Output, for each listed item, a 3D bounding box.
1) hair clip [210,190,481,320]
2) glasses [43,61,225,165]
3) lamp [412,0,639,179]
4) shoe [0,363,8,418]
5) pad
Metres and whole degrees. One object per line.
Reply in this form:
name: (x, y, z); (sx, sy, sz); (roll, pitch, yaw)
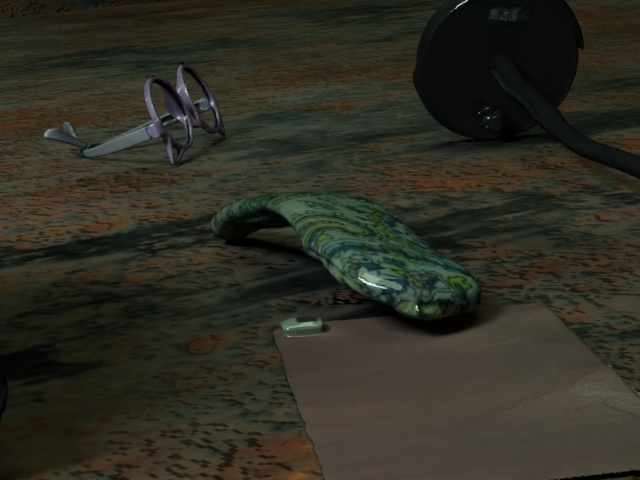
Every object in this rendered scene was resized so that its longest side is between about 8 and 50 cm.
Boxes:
hair clip: (0.000, -0.002, 0.679); (0.066, 0.036, 0.229); (2, 8, -24)
glasses: (-0.134, -0.073, 1.072); (0.104, 0.062, 0.140); (-24, 8, 15)
lamp: (0.145, -0.086, 0.849); (0.130, 0.108, 0.371); (-5, 13, -7)
shoe: (-0.121, 0.052, 0.451); (0.053, 0.062, 0.159); (9, 12, 0)
pad: (0.047, 0.048, 0.525); (0.113, 0.006, 0.188); (-5, 13, -6)
